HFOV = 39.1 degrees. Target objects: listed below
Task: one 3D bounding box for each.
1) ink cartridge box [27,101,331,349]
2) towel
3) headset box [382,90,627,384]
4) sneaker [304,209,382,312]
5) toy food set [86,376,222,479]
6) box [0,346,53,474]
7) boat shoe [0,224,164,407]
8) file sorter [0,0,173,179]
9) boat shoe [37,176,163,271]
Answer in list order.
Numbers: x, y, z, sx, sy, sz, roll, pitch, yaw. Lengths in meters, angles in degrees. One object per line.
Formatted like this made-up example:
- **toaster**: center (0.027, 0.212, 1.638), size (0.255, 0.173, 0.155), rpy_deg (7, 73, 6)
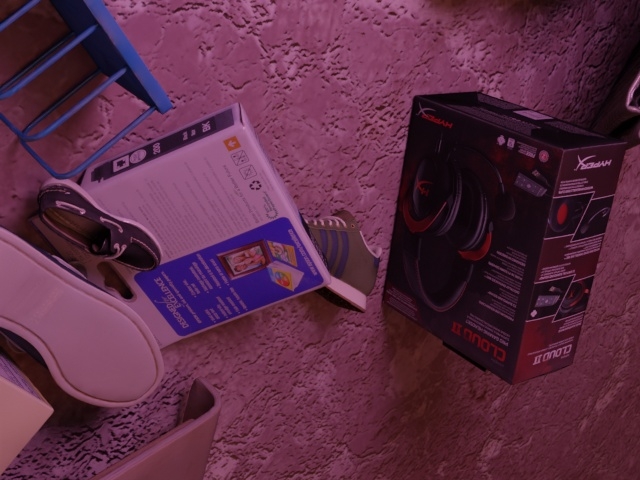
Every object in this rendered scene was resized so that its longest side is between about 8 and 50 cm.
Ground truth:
- **ink cartridge box**: center (-0.122, -0.001, 0.832), size (0.208, 0.045, 0.206), rpy_deg (-22, 131, 7)
- **towel**: center (0.424, -0.247, 1.080), size (0.312, 0.056, 0.324), rpy_deg (-61, 171, 1)
- **headset box**: center (0.191, 0.003, 1.009), size (0.110, 0.218, 0.293), rpy_deg (-10, 118, -36)
- **sneaker**: center (0.000, 0.000, 0.960), size (0.192, 0.064, 0.086), rpy_deg (39, 70, -41)
- **toy food set**: center (-0.216, 0.267, 0.837), size (0.306, 0.092, 0.220), rpy_deg (-23, 133, -60)
- **box**: center (-0.369, 0.133, 0.664), size (0.214, 0.117, 0.243), rpy_deg (-52, 134, -8)
- **boat shoe**: center (-0.233, 0.061, 0.771), size (0.095, 0.079, 0.254), rpy_deg (-51, 132, -4)
- **file sorter**: center (-0.213, -0.145, 0.656), size (0.104, 0.118, 0.170), rpy_deg (-42, 133, -12)
- **boat shoe**: center (-0.185, -0.005, 0.762), size (0.046, 0.038, 0.125), rpy_deg (-33, 127, 20)
